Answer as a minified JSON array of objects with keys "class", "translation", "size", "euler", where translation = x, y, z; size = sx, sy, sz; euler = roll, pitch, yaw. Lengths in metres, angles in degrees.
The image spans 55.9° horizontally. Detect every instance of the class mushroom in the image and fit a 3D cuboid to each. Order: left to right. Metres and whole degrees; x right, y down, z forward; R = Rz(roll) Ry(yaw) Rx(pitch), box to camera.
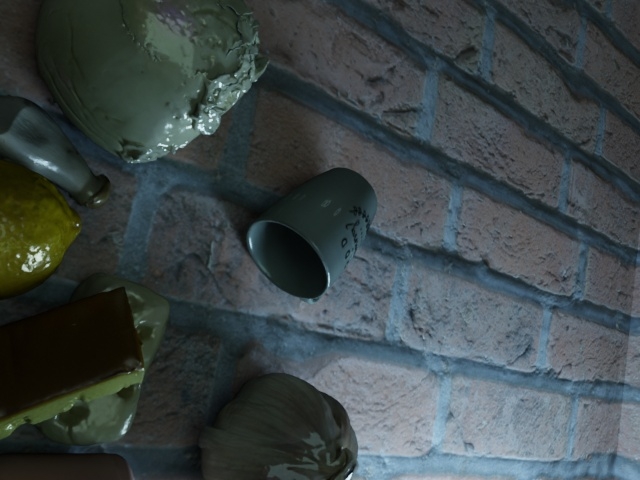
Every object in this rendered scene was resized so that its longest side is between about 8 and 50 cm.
[{"class":"mushroom","translation":[-0.415,-0.127,0.897],"size":[0.225,0.093,0.116],"euler":[49,15,-48]}]

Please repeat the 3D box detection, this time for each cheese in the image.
[{"class":"cheese","translation":[-0.342,0.188,0.947],"size":[0.159,0.093,0.263],"euler":[29,71,-32]}]

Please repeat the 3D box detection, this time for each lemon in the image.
[{"class":"lemon","translation":[-0.452,-0.015,0.790],"size":[0.260,0.204,0.204],"euler":[-1,90,-33]}]

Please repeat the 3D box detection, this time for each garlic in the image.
[{"class":"garlic","translation":[-0.064,0.407,1.101],"size":[0.321,0.241,0.322],"euler":[-3,99,-19]}]

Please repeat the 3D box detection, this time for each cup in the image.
[{"class":"cup","translation":[0.000,0.000,1.196],"size":[0.234,0.186,0.258],"euler":[-45,146,-39]}]

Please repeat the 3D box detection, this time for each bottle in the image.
[{"class":"bottle","translation":[-0.430,0.396,0.832],"size":[0.296,0.173,0.206],"euler":[16,111,-37]}]

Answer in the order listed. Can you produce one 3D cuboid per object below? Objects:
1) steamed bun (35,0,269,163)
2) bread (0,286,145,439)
[{"class":"steamed bun","translation":[-0.254,-0.307,0.933],"size":[0.312,0.233,0.334],"euler":[46,61,-30]},{"class":"bread","translation":[-0.418,0.186,0.802],"size":[0.361,0.077,0.138],"euler":[-19,57,-21]}]
